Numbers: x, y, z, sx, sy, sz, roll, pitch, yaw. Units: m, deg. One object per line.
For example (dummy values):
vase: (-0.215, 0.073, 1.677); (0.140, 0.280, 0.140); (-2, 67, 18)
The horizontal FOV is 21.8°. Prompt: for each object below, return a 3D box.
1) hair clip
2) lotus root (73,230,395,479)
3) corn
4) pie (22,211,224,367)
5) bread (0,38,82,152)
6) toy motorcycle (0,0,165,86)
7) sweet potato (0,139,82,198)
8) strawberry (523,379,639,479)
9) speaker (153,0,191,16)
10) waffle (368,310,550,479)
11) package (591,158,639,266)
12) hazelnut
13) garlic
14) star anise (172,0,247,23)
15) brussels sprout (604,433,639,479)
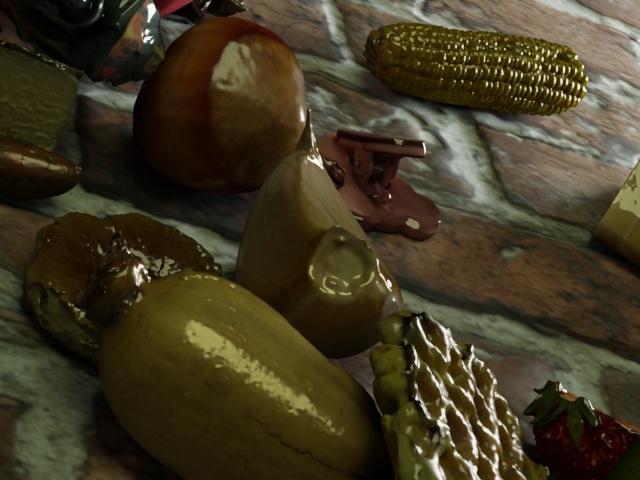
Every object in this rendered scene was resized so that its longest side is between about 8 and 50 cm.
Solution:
hair clip: (0.052, -0.062, 1.739); (0.123, 0.102, 0.138); (6, 5, -36)
lotus root: (-0.065, 0.122, 1.276); (0.303, 0.131, 0.146); (38, 35, -1)
corn: (0.188, -0.203, 1.990); (0.313, 0.102, 0.102); (1, 40, -32)
pie: (-0.165, 0.041, 1.400); (0.195, 0.046, 0.195); (19, 33, -13)
bread: (-0.334, -0.187, 1.508); (0.240, 0.135, 0.178); (22, 33, -15)
toy motorcycle: (-0.229, -0.206, 1.545); (0.173, 0.108, 0.307); (33, -4, -13)
sweet potato: (-0.316, -0.078, 1.453); (0.214, 0.050, 0.050); (17, 33, -13)
strawberry: (0.263, 0.191, 1.489); (0.187, 0.082, 0.146); (26, 10, -18)
speaker: (-0.219, -0.373, 1.747); (0.294, 0.294, 0.294); (20, 32, -13)
waffle: (0.124, 0.193, 1.300); (0.281, 0.058, 0.301); (42, 27, -44)
package: (0.496, -0.012, 1.887); (0.311, 0.165, 0.221); (34, 32, 10)
hazelnut: (-0.091, -0.123, 1.597); (0.182, 0.182, 0.182); (20, 32, -13)
garlic: (-0.003, 0.009, 1.465); (0.145, 0.164, 0.245); (0, 33, -12)
star anise: (-0.129, -0.272, 1.873); (0.124, 0.056, 0.129); (23, 22, 33)
brussels sprout: (0.361, 0.255, 1.279); (0.276, 0.315, 0.371); (50, 64, -12)
